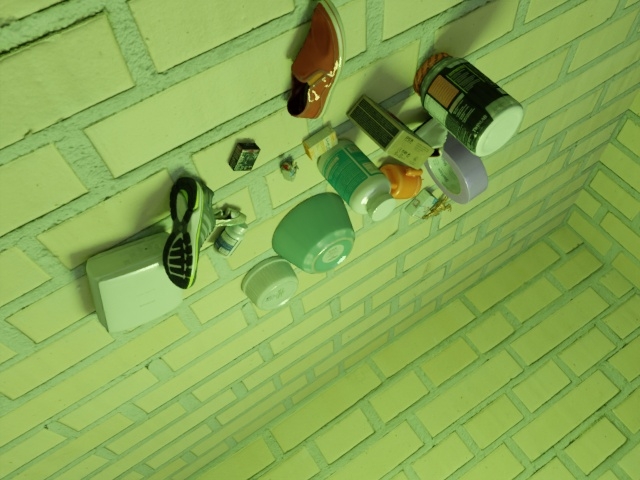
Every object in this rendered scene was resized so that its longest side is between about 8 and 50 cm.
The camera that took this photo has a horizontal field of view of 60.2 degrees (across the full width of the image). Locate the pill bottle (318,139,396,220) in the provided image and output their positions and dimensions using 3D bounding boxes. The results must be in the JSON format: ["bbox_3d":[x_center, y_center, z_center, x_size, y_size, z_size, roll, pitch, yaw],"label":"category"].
[{"bbox_3d":[0.119,-0.181,1.711,0.146,0.264,0.146,-28,151,-18],"label":"pill bottle"}]

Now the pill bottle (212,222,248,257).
[{"bbox_3d":[-0.277,-0.009,1.709,0.067,0.067,0.120,6,129,-53],"label":"pill bottle"}]

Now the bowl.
[{"bbox_3d":[0.000,0.000,1.953,0.311,0.163,0.311,-28,150,-18],"label":"bowl"}]

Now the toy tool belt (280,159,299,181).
[{"bbox_3d":[-0.091,-0.218,1.651,0.083,0.052,0.051,85,30,-61],"label":"toy tool belt"}]

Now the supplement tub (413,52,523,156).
[{"bbox_3d":[0.439,-0.421,1.681,0.193,0.316,0.193,-29,152,-17],"label":"supplement tub"}]

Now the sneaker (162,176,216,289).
[{"bbox_3d":[-0.337,-0.015,1.482,0.121,0.111,0.300,0,102,-60],"label":"sneaker"}]

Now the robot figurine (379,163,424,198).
[{"bbox_3d":[0.283,-0.212,2.013,0.219,0.128,0.158,-3,122,-46],"label":"robot figurine"}]

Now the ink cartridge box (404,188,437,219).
[{"bbox_3d":[0.430,-0.152,2.355,0.122,0.052,0.088,-47,151,18],"label":"ink cartridge box"}]

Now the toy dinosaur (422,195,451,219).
[{"bbox_3d":[0.543,-0.159,2.470,0.112,0.064,0.211,2,132,-50],"label":"toy dinosaur"}]

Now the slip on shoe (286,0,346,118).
[{"bbox_3d":[-0.016,-0.427,1.353,0.101,0.123,0.331,-19,151,-26],"label":"slip on shoe"}]

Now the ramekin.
[{"bbox_3d":[-0.178,0.167,2.046,0.207,0.109,0.207,-29,151,-18],"label":"ramekin"}]

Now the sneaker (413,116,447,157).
[{"bbox_3d":[0.389,-0.354,1.881,0.290,0.123,0.106,-41,-173,-22],"label":"sneaker"}]

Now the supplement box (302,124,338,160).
[{"bbox_3d":[0.000,-0.291,1.651,0.098,0.036,0.062,-35,153,-7],"label":"supplement box"}]

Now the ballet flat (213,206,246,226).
[{"bbox_3d":[-0.284,-0.070,1.626,0.168,0.057,0.052,-13,134,-40],"label":"ballet flat"}]

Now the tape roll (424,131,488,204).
[{"bbox_3d":[0.482,-0.268,2.005,0.090,0.275,0.275,-35,152,-6],"label":"tape roll"}]

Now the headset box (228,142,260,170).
[{"bbox_3d":[-0.205,-0.230,1.502,0.062,0.032,0.083,-10,140,-44],"label":"headset box"}]

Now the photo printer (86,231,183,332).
[{"bbox_3d":[-0.522,0.135,1.588,0.256,0.107,0.307,-22,148,-29],"label":"photo printer"}]

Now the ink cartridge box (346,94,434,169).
[{"bbox_3d":[0.217,-0.327,1.687,0.088,0.193,0.234,-50,151,18],"label":"ink cartridge box"}]
